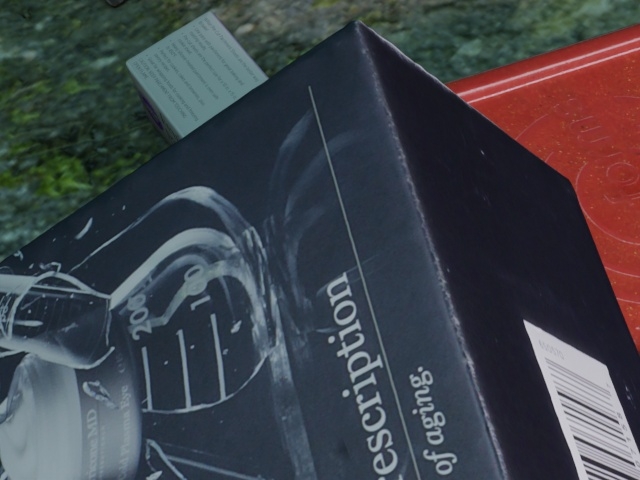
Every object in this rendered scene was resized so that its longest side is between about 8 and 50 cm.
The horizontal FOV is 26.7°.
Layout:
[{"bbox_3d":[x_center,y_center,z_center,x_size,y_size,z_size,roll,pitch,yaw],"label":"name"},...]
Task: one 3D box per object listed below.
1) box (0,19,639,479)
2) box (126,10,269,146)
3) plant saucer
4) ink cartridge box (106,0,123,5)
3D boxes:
[{"bbox_3d":[-0.019,0.154,0.531,0.312,0.179,0.343,-32,54,24],"label":"box"},{"bbox_3d":[0.000,0.000,0.749,0.067,0.063,0.324,-34,59,-10],"label":"box"},{"bbox_3d":[0.160,-0.015,0.693,0.259,0.047,0.258,-19,55,-17],"label":"plant saucer"},{"bbox_3d":[-0.109,-0.323,0.963,0.275,0.060,0.239,-37,59,-10],"label":"ink cartridge box"}]
